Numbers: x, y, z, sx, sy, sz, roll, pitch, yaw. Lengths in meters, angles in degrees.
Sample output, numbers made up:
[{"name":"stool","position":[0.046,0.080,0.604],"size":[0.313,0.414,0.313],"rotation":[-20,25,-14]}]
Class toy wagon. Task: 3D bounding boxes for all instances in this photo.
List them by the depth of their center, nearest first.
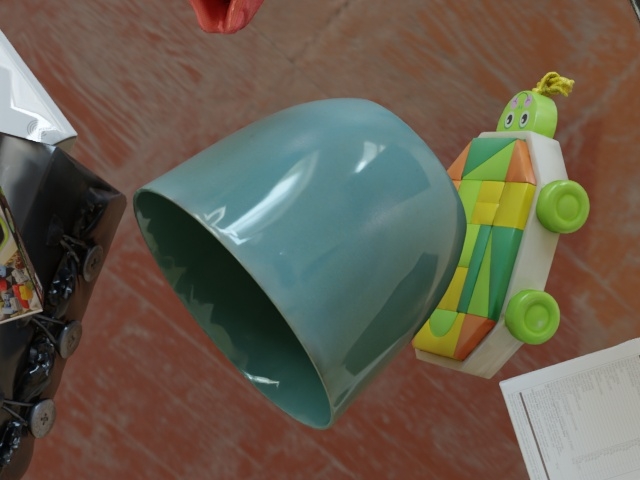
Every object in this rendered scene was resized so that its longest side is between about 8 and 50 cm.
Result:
[{"name":"toy wagon","position":[0.191,-0.025,1.758],"size":[0.068,0.267,0.344],"rotation":[17,86,-23]}]

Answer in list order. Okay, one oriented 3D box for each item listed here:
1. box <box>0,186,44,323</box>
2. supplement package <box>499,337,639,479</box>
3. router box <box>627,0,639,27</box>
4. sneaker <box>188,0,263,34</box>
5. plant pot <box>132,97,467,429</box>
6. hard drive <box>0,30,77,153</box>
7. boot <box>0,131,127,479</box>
[{"name":"box","position":[-0.306,-0.021,1.266],"size":[0.114,0.036,0.207],"rotation":[-18,117,0]},{"name":"supplement package","position":[0.314,0.170,1.570],"size":[0.244,0.134,0.139],"rotation":[-18,79,6]},{"name":"router box","position":[0.288,-0.256,1.386],"size":[0.081,0.309,0.242],"rotation":[-24,90,13]},{"name":"sneaker","position":[-0.097,-0.294,1.342],"size":[0.314,0.116,0.136],"rotation":[64,39,-52]},{"name":"plant pot","position":[0.000,0.000,1.573],"size":[0.235,0.293,0.293],"rotation":[-38,113,-18]},{"name":"hard drive","position":[-0.461,-0.199,1.760],"size":[0.233,0.047,0.353],"rotation":[-30,77,-35]},{"name":"boot","position":[-0.305,0.153,1.626],"size":[0.146,0.367,0.445],"rotation":[9,74,7]}]
